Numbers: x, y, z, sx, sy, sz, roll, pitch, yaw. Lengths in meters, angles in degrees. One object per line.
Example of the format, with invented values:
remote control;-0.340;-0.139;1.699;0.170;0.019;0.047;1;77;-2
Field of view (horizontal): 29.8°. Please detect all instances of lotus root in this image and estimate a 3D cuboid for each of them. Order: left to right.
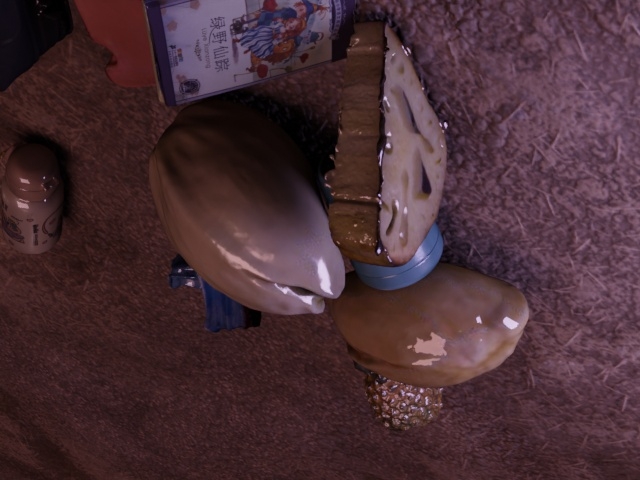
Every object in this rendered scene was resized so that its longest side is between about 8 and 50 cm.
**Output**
lotus root;0.080;-0.099;1.367;0.074;0.261;0.170;2;170;37

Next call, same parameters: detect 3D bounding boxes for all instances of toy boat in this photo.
toy boat;-0.156;0.041;1.772;0.142;0.129;0.309;9;143;6

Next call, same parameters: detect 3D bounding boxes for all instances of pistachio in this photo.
pistachio;-0.091;-0.035;1.517;0.226;0.208;0.332;12;-147;-55
pistachio;0.139;0.103;1.586;0.293;0.181;0.162;-1;128;43

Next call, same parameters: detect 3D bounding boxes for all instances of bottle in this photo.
bottle;-0.455;-0.074;1.885;0.110;0.097;0.209;42;148;13

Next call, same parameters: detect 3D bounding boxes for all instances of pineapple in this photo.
pineapple;0.097;0.169;1.791;0.125;0.125;0.251;-4;124;41

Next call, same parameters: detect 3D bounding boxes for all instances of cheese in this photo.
cheese;-0.202;-0.262;1.401;0.202;0.128;0.177;29;147;-1

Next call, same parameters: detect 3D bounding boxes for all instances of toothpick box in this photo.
toothpick box;0.072;-0.039;1.504;0.120;0.120;0.184;2;134;36

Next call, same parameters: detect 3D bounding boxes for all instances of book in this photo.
book;-0.071;-0.229;1.299;0.157;0.231;0.026;88;161;-54

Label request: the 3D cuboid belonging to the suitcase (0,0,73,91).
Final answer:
suitcase;-0.437;-0.364;1.354;0.339;0.188;0.345;32;148;22
